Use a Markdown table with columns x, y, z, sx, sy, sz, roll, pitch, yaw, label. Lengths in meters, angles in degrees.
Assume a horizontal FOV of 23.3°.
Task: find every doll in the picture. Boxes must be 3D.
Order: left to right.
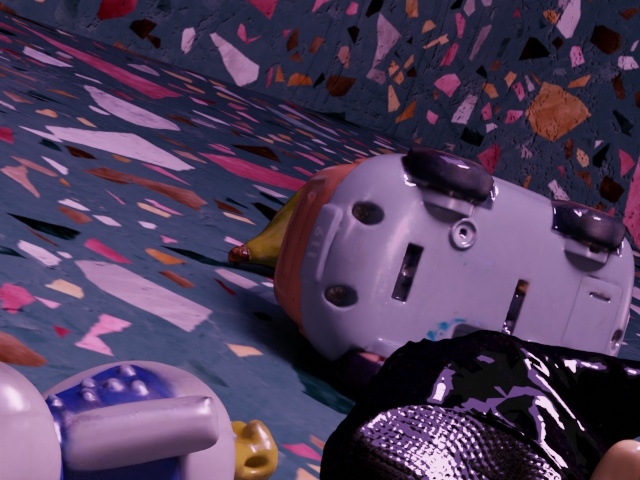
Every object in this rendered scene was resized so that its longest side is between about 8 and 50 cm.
| x | y | z | sx | sy | sz | roll | pitch | yaw | label |
| --- | --- | --- | --- | --- | --- | --- | --- | --- | --- |
| -0.121 | 0.091 | 0.612 | 0.138 | 0.119 | 0.293 | -21 | -13 | 27 | doll |

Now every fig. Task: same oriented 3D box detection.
| x | y | z | sx | sy | sz | roll | pitch | yaw | label |
| --- | --- | --- | --- | --- | --- | --- | --- | --- | --- |
| 0.014 | 0.011 | 1.460 | 0.126 | 0.133 | 0.185 | 41 | 52 | 14 | fig |

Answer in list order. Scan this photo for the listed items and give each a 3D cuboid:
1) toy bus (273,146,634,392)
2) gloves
| x | y | z | sx | sy | sz | roll | pitch | yaw | label |
| --- | --- | --- | --- | --- | --- | --- | --- | --- | --- |
| 0.096 | 0.037 | 1.268 | 0.287 | 0.194 | 0.232 | 17 | -1 | -28 | toy bus |
| 0.157 | 0.130 | 0.817 | 0.301 | 0.152 | 0.197 | 1 | 33 | 33 | gloves |
